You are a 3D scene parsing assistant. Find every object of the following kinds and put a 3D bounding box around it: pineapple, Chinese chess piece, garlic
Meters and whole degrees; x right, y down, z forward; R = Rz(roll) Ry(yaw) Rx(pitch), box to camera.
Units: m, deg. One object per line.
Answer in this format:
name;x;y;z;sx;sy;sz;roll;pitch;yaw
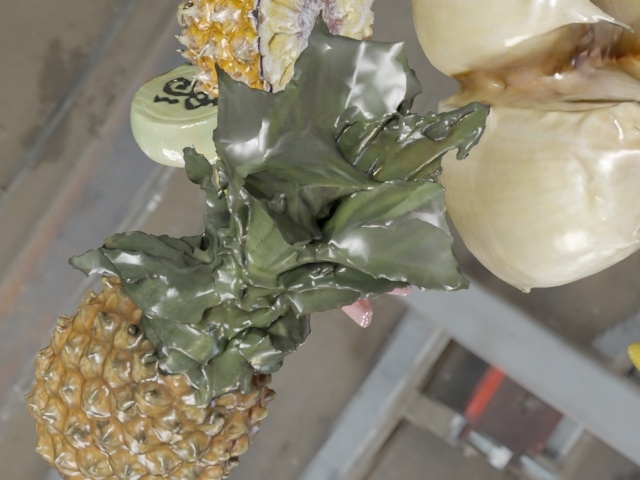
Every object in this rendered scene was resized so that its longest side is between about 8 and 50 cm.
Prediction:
pineapple;-0.034;0.028;0.764;0.119;0.130;0.277;-43;175;-39
Chinese chess piece;-0.133;-0.136;1.909;0.144;0.144;0.058;-31;129;-28
pineapple;-0.056;-0.171;1.394;0.161;0.137;0.176;15;85;-54
garlic;0.172;-0.113;1.228;0.313;0.249;0.286;-36;136;-60

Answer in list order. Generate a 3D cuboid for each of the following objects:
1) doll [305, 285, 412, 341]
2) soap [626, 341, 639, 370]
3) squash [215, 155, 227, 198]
doll;0.000;0.000;1.782;0.262;0.211;0.093;-57;166;-37
soap;0.365;0.143;1.743;0.089;0.168;0.033;7;111;-28
squash;-0.054;-0.097;1.567;0.094;0.094;0.224;41;60;-51
